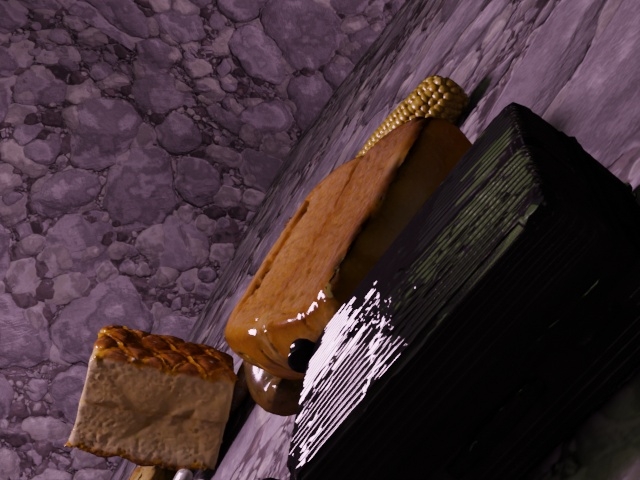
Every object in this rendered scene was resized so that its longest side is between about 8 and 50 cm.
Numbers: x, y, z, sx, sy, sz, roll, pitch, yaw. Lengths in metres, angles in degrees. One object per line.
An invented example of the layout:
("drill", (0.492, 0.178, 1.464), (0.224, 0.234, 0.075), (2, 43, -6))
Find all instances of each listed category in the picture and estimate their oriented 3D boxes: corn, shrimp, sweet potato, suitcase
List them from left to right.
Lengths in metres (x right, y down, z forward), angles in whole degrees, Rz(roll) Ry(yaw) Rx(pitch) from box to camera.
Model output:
("shrimp", (-0.150, 0.278, 1.743), (0.099, 0.041, 0.180), (110, -179, -49))
("sweet potato", (-0.035, 0.138, 1.307), (0.130, 0.130, 0.422), (-54, 7, 22))
("corn", (0.123, -0.140, 1.436), (0.318, 0.115, 0.115), (-54, 10, 21))
("suitcase", (0.107, 0.075, 0.688), (0.335, 0.152, 0.229), (-53, 12, 25))

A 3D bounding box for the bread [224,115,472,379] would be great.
("bread", (0.047, 0.028, 1.070), (0.328, 0.148, 0.337), (-31, 24, 54))

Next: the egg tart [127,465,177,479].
("egg tart", (-0.366, 0.546, 1.778), (0.291, 0.107, 0.291), (-58, 5, 7))

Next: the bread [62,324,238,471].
("bread", (-0.318, 0.299, 1.666), (0.279, 0.279, 0.207), (-160, 84, -82))

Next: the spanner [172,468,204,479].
("spanner", (-0.292, 0.542, 1.456), (0.040, 0.095, 0.325), (15, 65, 34))
